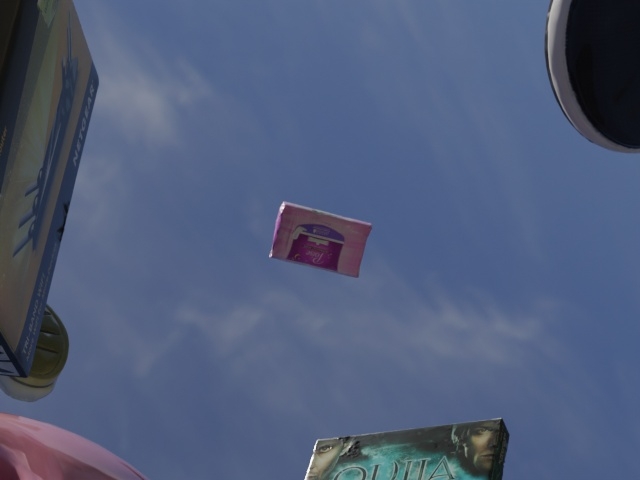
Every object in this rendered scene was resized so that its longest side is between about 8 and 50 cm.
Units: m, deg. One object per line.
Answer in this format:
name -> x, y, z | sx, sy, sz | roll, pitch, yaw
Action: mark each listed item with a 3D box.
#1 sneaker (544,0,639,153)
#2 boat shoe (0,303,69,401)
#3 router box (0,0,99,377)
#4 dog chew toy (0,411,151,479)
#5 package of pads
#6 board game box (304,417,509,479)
sneaker -> 0.155, -0.095, 0.391 | 0.084, 0.235, 0.097 | 38, -149, -20
boat shoe -> -0.387, 0.108, 1.737 | 0.113, 0.103, 0.302 | 20, -160, -34
router box -> -0.269, -0.076, 1.184 | 0.243, 0.081, 0.309 | 84, -167, -63
dog chew toy -> -0.116, 0.222, 0.476 | 0.206, 0.207, 0.332 | -60, -29, -58
package of pads -> 0.000, 0.000, 1.260 | 0.083, 0.050, 0.032 | 14, -172, -8
board game box -> 0.069, 0.219, 1.280 | 0.026, 0.186, 0.126 | 63, -151, -32
